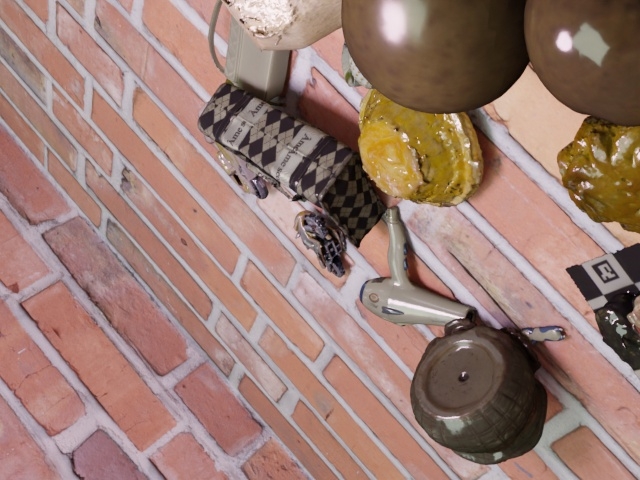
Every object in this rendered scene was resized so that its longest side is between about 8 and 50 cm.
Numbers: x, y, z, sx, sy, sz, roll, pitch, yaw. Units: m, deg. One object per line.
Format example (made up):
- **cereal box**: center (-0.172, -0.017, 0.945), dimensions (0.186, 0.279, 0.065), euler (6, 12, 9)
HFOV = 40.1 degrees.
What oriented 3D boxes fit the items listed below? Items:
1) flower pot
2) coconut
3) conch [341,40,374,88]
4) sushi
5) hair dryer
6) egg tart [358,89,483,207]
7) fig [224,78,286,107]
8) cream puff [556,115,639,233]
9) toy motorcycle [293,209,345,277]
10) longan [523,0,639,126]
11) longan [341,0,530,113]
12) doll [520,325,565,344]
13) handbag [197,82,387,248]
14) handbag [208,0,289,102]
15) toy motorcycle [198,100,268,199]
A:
- **flower pot**: center (0.352, 0.330, 1.951), dimensions (0.301, 0.302, 0.213), euler (18, 158, 45)
- **coconut**: center (-0.034, -0.534, 1.564), dimensions (0.346, 0.360, 0.346), euler (54, -178, -3)
- **conch**: center (0.116, -0.383, 1.714), dimensions (0.172, 0.131, 0.200), euler (124, 149, -78)
- **sushi**: center (0.617, 0.153, 1.579), dimensions (0.296, 0.100, 0.373), euler (55, 150, -2)
- **hair dryer**: center (0.242, 0.104, 2.075), dimensions (0.295, 0.119, 0.298), euler (31, 130, 23)
- **egg tart**: center (0.182, -0.190, 1.811), dimensions (0.341, 0.132, 0.341), euler (37, 146, 29)
- **fig**: center (-0.175, -0.351, 2.184), dimensions (0.166, 0.093, 0.093), euler (43, 148, 20)
- **cream puff**: center (0.503, -0.118, 1.369), dimensions (0.244, 0.196, 0.244), euler (34, 167, 9)
- **toy motorcycle**: center (-0.001, 0.000, 2.304), dimensions (0.129, 0.094, 0.229), euler (32, 156, 41)
- **longan**: center (0.431, -0.315, 1.181), dimensions (0.319, 0.319, 0.319), euler (35, 144, 30)
- **longan**: center (0.193, -0.376, 1.373), dimensions (0.361, 0.361, 0.361), euler (35, 144, 30)
- **doll**: center (0.479, 0.203, 1.892), dimensions (0.125, 0.027, 0.037), euler (-16, 100, 58)
- **handbag**: center (-0.057, -0.177, 2.067), dimensions (0.416, 0.180, 0.317), euler (33, 173, 29)
- **handbag**: center (-0.173, -0.463, 2.055), dimensions (0.219, 0.079, 0.256), euler (37, 140, 18)
- **toy motorcycle**: center (-0.241, -0.258, 2.332), dimensions (0.223, 0.107, 0.341), euler (39, 160, 44)
